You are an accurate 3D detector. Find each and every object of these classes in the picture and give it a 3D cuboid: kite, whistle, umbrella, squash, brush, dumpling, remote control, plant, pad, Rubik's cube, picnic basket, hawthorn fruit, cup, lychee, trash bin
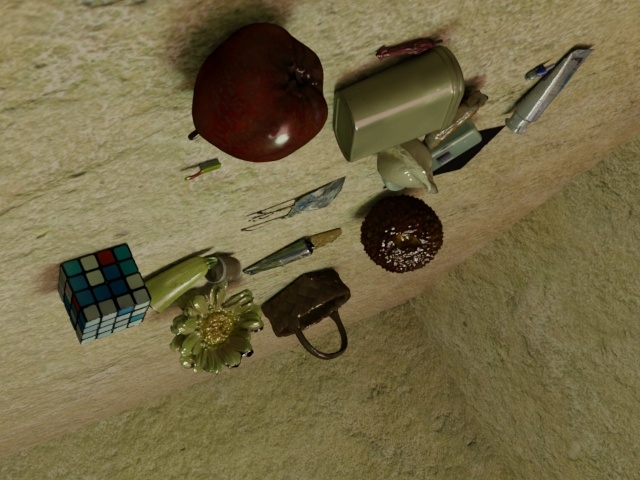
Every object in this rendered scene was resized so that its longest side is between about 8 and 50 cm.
[{"bbox_3d":[-0.071,-0.083,1.955,0.310,0.015,0.169,-23,165,-22],"label":"kite"},{"bbox_3d":[0.575,-0.443,1.906,0.083,0.029,0.033,-26,-158,8],"label":"whistle"},{"bbox_3d":[0.177,-0.377,1.423,0.165,0.025,0.027,-19,-176,-27],"label":"umbrella"},{"bbox_3d":[-0.361,0.096,1.910,0.224,0.094,0.094,-33,165,-4],"label":"squash"},{"bbox_3d":[-0.239,-0.141,1.453,0.083,0.021,0.018,-27,167,-26],"label":"brush"},{"bbox_3d":[0.233,-0.181,1.852,0.131,0.179,0.252,-49,164,0],"label":"dumpling"},{"bbox_3d":[0.309,-0.234,2.037,0.296,0.056,0.140,-31,163,16],"label":"remote control"},{"bbox_3d":[-0.337,0.292,2.236,0.306,0.261,0.297,5,146,-44],"label":"plant"},{"bbox_3d":[0.381,-0.255,2.215,0.368,0.007,0.247,-16,161,-37],"label":"pad"},{"bbox_3d":[-0.487,0.122,1.628,0.154,0.151,0.155,-19,163,-29],"label":"Rubik's cube"},{"bbox_3d":[-0.014,0.309,2.757,0.337,0.337,0.293,-38,162,31],"label":"picnic basket"},{"bbox_3d":[-0.117,-0.214,1.128,0.248,0.207,0.208,-15,175,34],"label":"hawthorn fruit"},{"bbox_3d":[-0.281,0.088,2.020,0.102,0.074,0.099,-35,164,22],"label":"cup"},{"bbox_3d":[0.255,-0.024,2.301,0.268,0.267,0.267,-27,165,-8],"label":"lychee"},{"bbox_3d":[0.157,-0.280,1.533,0.248,0.121,0.243,-23,164,-7],"label":"trash bin"}]

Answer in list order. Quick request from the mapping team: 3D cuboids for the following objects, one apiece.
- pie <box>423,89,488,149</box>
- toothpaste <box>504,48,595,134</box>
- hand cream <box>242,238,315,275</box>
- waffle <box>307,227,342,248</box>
[{"bbox_3d":[0.338,-0.304,1.820,0.195,0.046,0.195,-40,179,-1],"label":"pie"},{"bbox_3d":[0.633,-0.421,2.022,0.114,0.073,0.299,-13,151,-43],"label":"toothpaste"},{"bbox_3d":[-0.127,0.056,2.262,0.235,0.055,0.086,-23,163,9],"label":"hand cream"},{"bbox_3d":[0.000,0.000,2.339,0.135,0.021,0.092,-14,158,-40],"label":"waffle"}]
